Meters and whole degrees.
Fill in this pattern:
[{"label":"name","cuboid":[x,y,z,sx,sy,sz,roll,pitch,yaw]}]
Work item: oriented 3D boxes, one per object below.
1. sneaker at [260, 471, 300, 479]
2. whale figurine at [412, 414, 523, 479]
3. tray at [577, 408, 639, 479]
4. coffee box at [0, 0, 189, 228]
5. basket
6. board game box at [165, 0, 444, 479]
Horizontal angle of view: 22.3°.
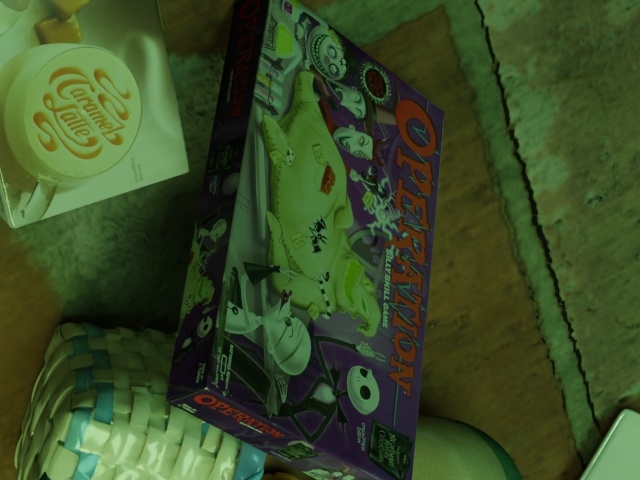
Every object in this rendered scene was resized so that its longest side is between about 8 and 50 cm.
[{"label":"sneaker","cuboid":[-0.037,0.313,1.400,0.084,0.083,0.215,-5,98,-12]},{"label":"whale figurine","cuboid":[0.093,0.290,1.424,0.141,0.216,0.272,12,89,-50]},{"label":"tray","cuboid":[0.275,0.299,1.630,0.145,0.030,0.270,27,96,-36]},{"label":"coffee box","cuboid":[-0.191,-0.152,1.132,0.141,0.098,0.246,-19,119,-21]},{"label":"basket","cuboid":[-0.087,0.184,1.251,0.289,0.255,0.201,14,104,-14]},{"label":"board game box","cuboid":[0.000,0.000,1.205,0.208,0.056,0.347,35,49,-39]}]
